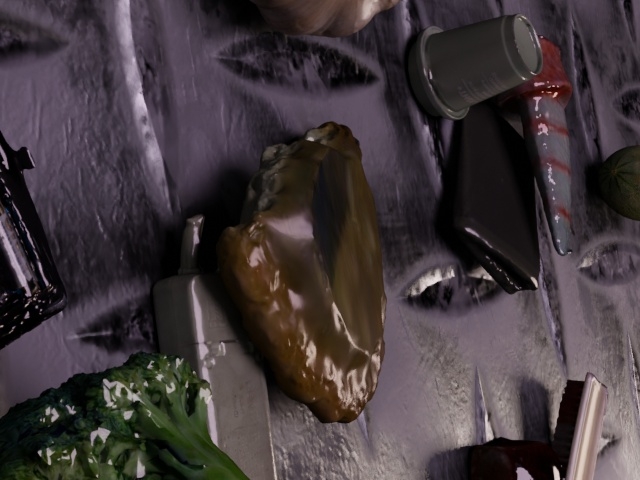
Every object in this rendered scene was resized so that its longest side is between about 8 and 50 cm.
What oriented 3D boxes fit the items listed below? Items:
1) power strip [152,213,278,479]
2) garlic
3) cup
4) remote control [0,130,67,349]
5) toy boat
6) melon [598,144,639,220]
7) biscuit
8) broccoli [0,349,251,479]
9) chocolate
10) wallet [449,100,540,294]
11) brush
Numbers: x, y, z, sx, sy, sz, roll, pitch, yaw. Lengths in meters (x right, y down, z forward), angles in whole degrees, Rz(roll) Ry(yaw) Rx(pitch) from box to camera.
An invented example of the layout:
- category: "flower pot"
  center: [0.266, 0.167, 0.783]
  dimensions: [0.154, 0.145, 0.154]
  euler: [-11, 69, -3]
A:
- category: "power strip"
  center: [-0.092, 0.120, 1.148]
  dimensions: [0.093, 0.053, 0.288]
  euler: [2, 77, -54]
- category: "garlic"
  center: [-0.011, -0.330, 1.329]
  dimensions: [0.218, 0.218, 0.212]
  euler: [34, 16, -45]
- category: "cup"
  center: [0.189, -0.215, 1.572]
  dimensions: [0.120, 0.141, 0.120]
  euler: [24, 59, -48]
- category: "remote control"
  center: [-0.295, -0.106, 0.924]
  dimensions: [0.144, 0.062, 0.398]
  euler: [-41, 113, -51]
- category: "toy boat"
  center: [0.297, -0.109, 1.685]
  dimensions: [0.206, 0.096, 0.282]
  euler: [30, 47, -67]
- category: "melon"
  center: [0.487, -0.085, 1.975]
  dimensions: [0.167, 0.114, 0.114]
  euler: [9, 72, -50]
- category: "biscuit"
  center: [0.000, 0.000, 1.259]
  dimensions: [0.329, 0.078, 0.335]
  euler: [57, 30, -50]
- category: "broccoli"
  center: [-0.139, 0.222, 0.900]
  dimensions: [0.294, 0.245, 0.265]
  euler: [-71, 160, -3]
- category: "chocolate"
  center: [0.238, 0.282, 1.541]
  dimensions: [0.125, 0.080, 0.148]
  euler: [61, 40, -23]
- category: "wallet"
  center: [0.221, -0.065, 1.655]
  dimensions: [0.168, 0.052, 0.245]
  euler: [40, 42, -35]
- category: "brush"
  center: [0.313, 0.326, 1.669]
  dimensions: [0.060, 0.050, 0.321]
  euler: [40, 57, -45]
